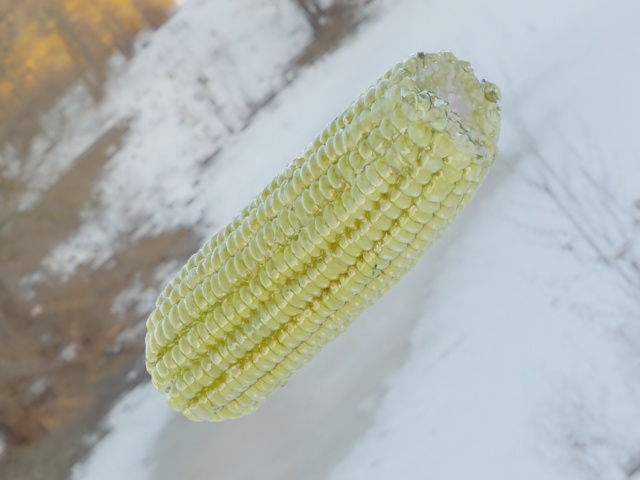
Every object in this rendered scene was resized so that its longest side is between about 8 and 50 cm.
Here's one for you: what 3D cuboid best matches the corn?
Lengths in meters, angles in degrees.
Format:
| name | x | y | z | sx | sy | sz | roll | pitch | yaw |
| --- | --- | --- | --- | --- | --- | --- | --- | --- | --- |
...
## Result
| name | x | y | z | sx | sy | sz | roll | pitch | yaw |
| --- | --- | --- | --- | --- | --- | --- | --- | --- | --- |
| corn | 0.000 | 0.000 | 0.610 | 0.165 | 0.063 | 0.085 | -44 | -6 | 30 |
